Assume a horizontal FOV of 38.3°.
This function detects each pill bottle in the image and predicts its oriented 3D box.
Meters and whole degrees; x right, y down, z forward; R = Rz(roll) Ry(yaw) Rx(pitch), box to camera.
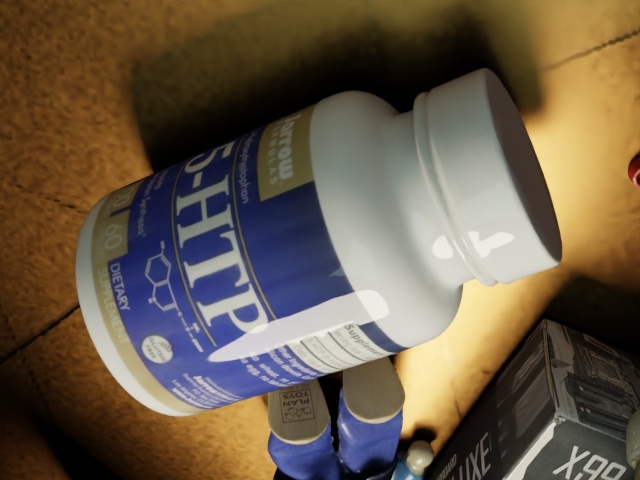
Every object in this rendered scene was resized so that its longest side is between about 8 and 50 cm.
[{"bbox_3d":[0.000,0.000,0.397,0.186,0.112,0.112,-21,118,22],"label":"pill bottle"}]

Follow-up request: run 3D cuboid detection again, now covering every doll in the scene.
[{"bbox_3d":[0.003,0.130,0.507,0.129,0.046,0.189,-13,142,-8],"label":"doll"}]

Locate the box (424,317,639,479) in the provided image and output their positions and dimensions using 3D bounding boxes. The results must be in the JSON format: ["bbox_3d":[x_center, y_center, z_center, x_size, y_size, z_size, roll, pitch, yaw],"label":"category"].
[{"bbox_3d":[0.203,0.202,0.519,0.307,0.077,0.243,22,125,-5],"label":"box"}]

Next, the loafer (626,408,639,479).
[{"bbox_3d":[0.215,0.115,0.274,0.251,0.088,0.094,11,160,15],"label":"loafer"}]

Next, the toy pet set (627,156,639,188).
[{"bbox_3d":[0.191,-0.052,0.356,0.122,0.065,0.114,1,124,9],"label":"toy pet set"}]
